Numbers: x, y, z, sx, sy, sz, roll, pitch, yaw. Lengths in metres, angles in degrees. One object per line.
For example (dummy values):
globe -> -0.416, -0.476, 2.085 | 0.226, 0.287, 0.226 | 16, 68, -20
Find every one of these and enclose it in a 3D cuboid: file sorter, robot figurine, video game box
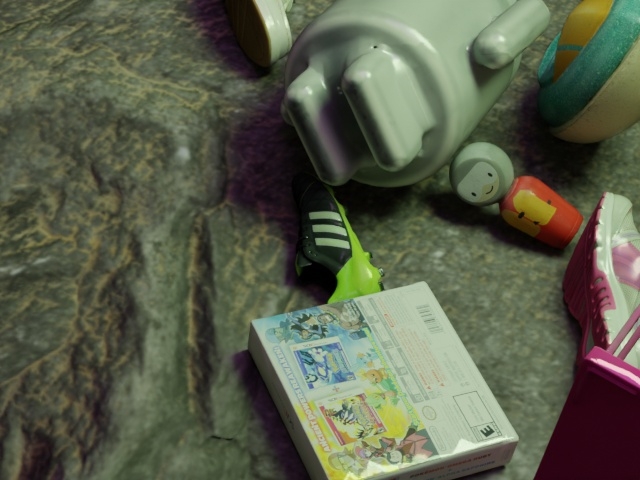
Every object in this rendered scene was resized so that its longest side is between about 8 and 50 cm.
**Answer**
file sorter -> 0.301, 0.192, 1.269 | 0.202, 0.291, 0.182 | 30, 45, 18
robot figurine -> 0.093, -0.190, 1.646 | 0.300, 0.200, 0.353 | -8, 25, 34
video game box -> 0.054, 0.140, 1.438 | 0.187, 0.048, 0.205 | -10, 49, -22

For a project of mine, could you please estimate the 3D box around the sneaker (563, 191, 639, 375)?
sneaker -> 0.311, 0.061, 1.538 | 0.111, 0.103, 0.252 | 9, 51, -9

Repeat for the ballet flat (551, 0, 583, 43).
ballet flat -> 0.352, -0.278, 1.897 | 0.077, 0.077, 0.231 | 38, 50, -4

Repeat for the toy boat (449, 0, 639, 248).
toy boat -> 0.267, -0.151, 1.651 | 0.148, 0.267, 0.318 | 33, 76, -3

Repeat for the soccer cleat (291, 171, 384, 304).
soccer cleat -> 0.000, 0.000, 1.560 | 0.072, 0.060, 0.179 | -21, 53, -12

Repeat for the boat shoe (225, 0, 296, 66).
boat shoe -> -0.066, -0.308, 1.817 | 0.096, 0.098, 0.277 | -7, 47, -16
